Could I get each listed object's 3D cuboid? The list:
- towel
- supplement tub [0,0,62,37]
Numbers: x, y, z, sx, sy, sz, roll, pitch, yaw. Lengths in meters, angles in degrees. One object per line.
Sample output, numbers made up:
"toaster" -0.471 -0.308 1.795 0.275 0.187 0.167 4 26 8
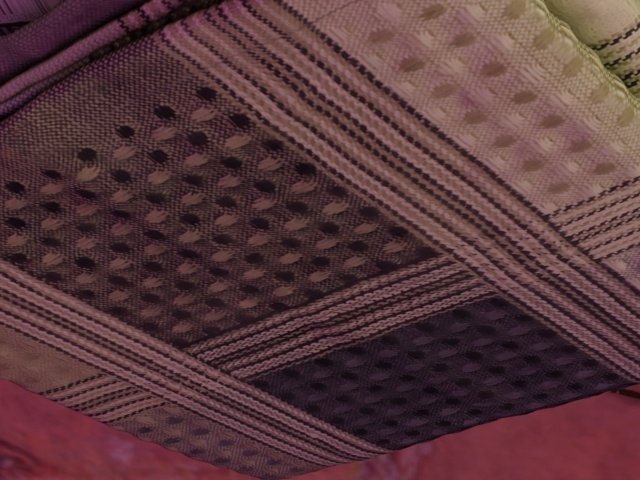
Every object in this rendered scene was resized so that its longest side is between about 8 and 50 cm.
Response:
"towel" 0.000 0.000 0.555 0.312 0.056 0.324 -21 145 32
"supplement tub" -0.053 -0.122 0.503 0.198 0.106 0.106 -3 126 18
